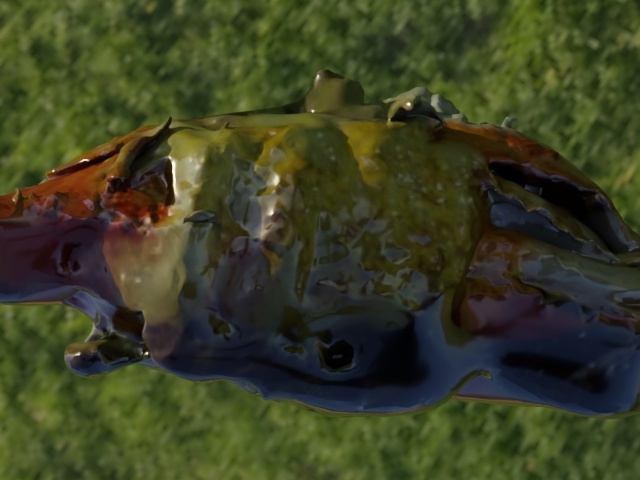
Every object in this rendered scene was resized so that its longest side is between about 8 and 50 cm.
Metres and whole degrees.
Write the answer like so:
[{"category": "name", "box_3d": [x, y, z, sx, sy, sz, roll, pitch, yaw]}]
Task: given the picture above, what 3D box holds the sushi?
[{"category": "sushi", "box_3d": [-0.001, -0.002, 0.566, 0.226, 0.097, 0.103, 6, -170, -11]}]
